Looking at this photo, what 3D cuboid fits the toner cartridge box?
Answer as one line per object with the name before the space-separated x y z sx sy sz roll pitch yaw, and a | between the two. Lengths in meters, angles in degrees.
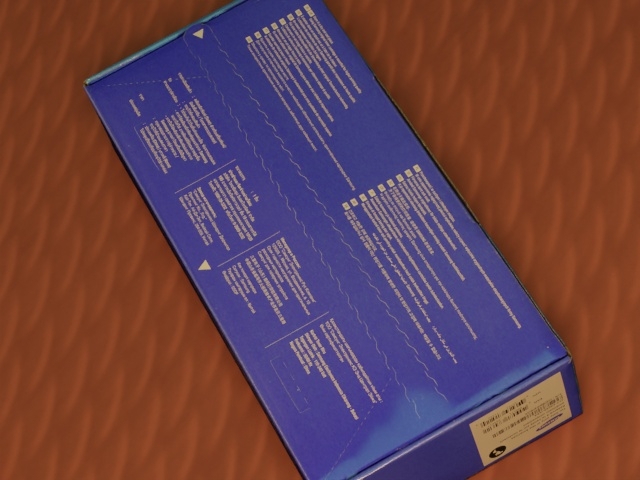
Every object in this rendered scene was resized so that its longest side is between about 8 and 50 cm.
toner cartridge box | 0.000 0.000 1.213 0.165 0.075 0.348 -28 56 -6
